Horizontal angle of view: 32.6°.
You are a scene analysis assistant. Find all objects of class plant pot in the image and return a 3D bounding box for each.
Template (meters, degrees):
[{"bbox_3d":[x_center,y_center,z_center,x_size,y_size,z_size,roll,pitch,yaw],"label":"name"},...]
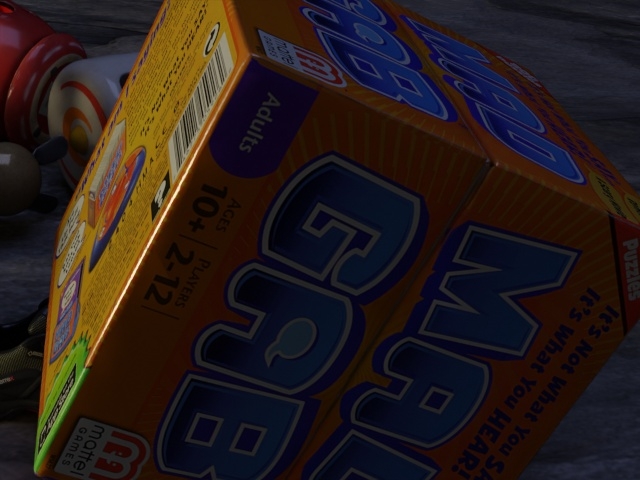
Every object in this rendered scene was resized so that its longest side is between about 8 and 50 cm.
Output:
[{"bbox_3d":[-0.420,-0.225,1.479,0.174,0.191,0.191,22,31,14],"label":"plant pot"}]

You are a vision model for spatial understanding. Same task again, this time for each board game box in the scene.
[{"bbox_3d":[0.000,0.000,0.928,0.356,0.356,0.356,21,24,-21],"label":"board game box"}]

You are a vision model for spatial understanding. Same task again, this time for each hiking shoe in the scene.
[{"bbox_3d":[-0.229,0.111,1.008,0.227,0.114,0.086,5,30,-9],"label":"hiking shoe"}]

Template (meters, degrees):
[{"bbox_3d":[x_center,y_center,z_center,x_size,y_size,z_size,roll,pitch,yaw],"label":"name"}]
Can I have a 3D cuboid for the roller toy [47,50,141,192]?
[{"bbox_3d":[-0.248,-0.138,1.369,0.146,0.191,0.209,-18,39,-39],"label":"roller toy"}]

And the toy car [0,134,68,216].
[{"bbox_3d":[-0.386,-0.078,1.279,0.188,0.155,0.149,-6,31,-43],"label":"toy car"}]
